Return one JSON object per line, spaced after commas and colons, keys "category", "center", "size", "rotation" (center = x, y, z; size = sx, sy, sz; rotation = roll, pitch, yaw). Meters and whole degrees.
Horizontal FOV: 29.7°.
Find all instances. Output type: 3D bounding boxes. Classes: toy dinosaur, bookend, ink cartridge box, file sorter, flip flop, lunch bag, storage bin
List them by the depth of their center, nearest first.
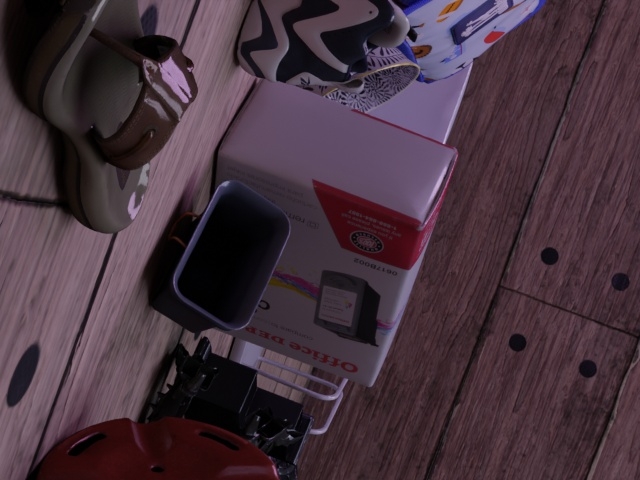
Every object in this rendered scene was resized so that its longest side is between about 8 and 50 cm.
{"category": "flip flop", "center": [-0.114, -0.081, 0.727], "size": [0.277, 0.080, 0.112], "rotation": [99, 13, -62]}
{"category": "storage bin", "center": [-0.107, 0.021, 1.139], "size": [0.091, 0.098, 0.135], "rotation": [-29, -148, 54]}
{"category": "toy dinosaur", "center": [-0.144, 0.256, 1.308], "size": [0.218, 0.164, 0.322], "rotation": [-54, -165, -1]}
{"category": "ink cartridge box", "center": [0.000, 0.000, 1.315], "size": [0.306, 0.226, 0.131], "rotation": [102, 11, -50]}
{"category": "lunch bag", "center": [0.177, -0.404, 1.487], "size": [0.386, 0.238, 0.328], "rotation": [-67, 166, -3]}
{"category": "bookend", "center": [-0.089, 0.205, 1.521], "size": [0.157, 0.156, 0.072], "rotation": [95, 17, -65]}
{"category": "file sorter", "center": [-0.018, 0.121, 1.796], "size": [0.193, 0.173, 0.278], "rotation": [-52, 161, -69]}

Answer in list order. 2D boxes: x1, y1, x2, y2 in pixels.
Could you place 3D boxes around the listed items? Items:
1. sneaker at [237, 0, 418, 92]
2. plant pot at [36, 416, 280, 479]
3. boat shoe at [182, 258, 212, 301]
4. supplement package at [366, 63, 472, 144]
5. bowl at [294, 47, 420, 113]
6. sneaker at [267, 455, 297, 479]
{"category": "sneaker", "center": [0.031, -0.245, 1.128], "size": [0.094, 0.153, 0.235], "rotation": [81, 29, -79]}
{"category": "plant pot", "center": [-0.145, 0.310, 1.013], "size": [0.272, 0.272, 0.265], "rotation": [-56, 157, -66]}
{"category": "boat shoe", "center": [-0.118, 0.048, 1.248], "size": [0.045, 0.050, 0.135], "rotation": [-64, 173, -6]}
{"category": "supplement package", "center": [0.126, -0.185, 1.862], "size": [0.203, 0.149, 0.194], "rotation": [91, 19, -81]}
{"category": "bowl", "center": [0.027, -0.202, 1.441], "size": [0.170, 0.170, 0.080], "rotation": [63, 4, -82]}
{"category": "sneaker", "center": [-0.144, 0.338, 1.688], "size": [0.286, 0.130, 0.109], "rotation": [2, 70, -63]}
